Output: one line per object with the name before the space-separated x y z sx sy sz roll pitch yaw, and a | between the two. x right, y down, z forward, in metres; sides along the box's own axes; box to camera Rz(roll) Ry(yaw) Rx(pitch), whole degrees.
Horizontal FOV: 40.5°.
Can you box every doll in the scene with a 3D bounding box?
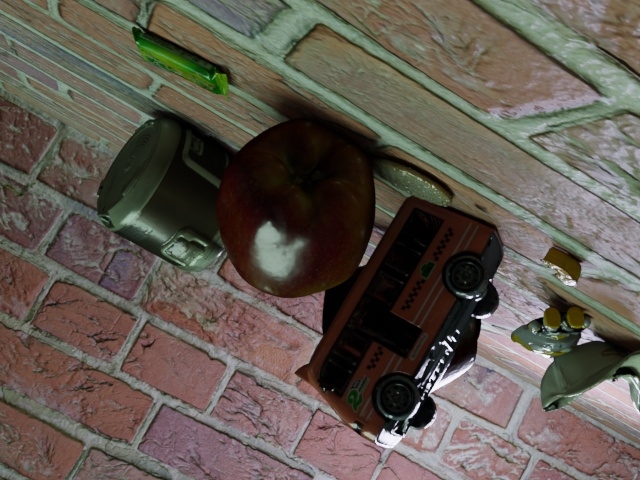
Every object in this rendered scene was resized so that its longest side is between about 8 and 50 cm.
doll | 0.517 0.200 1.912 0.316 0.145 0.103 71 173 -71

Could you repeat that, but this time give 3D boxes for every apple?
apple | -0.040 -0.052 1.470 0.288 0.288 0.317 27 157 6

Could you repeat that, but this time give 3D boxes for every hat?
hat | 0.643 0.282 1.928 0.258 0.168 0.301 4 153 -13

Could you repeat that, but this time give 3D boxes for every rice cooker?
rice cooker | -0.341 -0.104 2.133 0.325 0.335 0.335 33 172 -29

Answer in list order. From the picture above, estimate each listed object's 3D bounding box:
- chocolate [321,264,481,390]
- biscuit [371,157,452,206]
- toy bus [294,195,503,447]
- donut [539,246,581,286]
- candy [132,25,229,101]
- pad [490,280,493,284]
chocolate | 0.215 0.221 2.092 0.331 0.384 0.383 -8 -171 -24
biscuit | 0.153 -0.097 1.445 0.152 0.020 0.152 27 174 3
toy bus | 0.153 0.147 1.568 0.233 0.427 0.203 29 173 23
donut | 0.399 0.041 1.432 0.083 0.038 0.067 34 175 -5
candy | -0.230 -0.294 1.451 0.178 0.032 0.102 28 173 5
pad | 0.363 0.091 2.083 0.113 0.006 0.188 26 173 15
